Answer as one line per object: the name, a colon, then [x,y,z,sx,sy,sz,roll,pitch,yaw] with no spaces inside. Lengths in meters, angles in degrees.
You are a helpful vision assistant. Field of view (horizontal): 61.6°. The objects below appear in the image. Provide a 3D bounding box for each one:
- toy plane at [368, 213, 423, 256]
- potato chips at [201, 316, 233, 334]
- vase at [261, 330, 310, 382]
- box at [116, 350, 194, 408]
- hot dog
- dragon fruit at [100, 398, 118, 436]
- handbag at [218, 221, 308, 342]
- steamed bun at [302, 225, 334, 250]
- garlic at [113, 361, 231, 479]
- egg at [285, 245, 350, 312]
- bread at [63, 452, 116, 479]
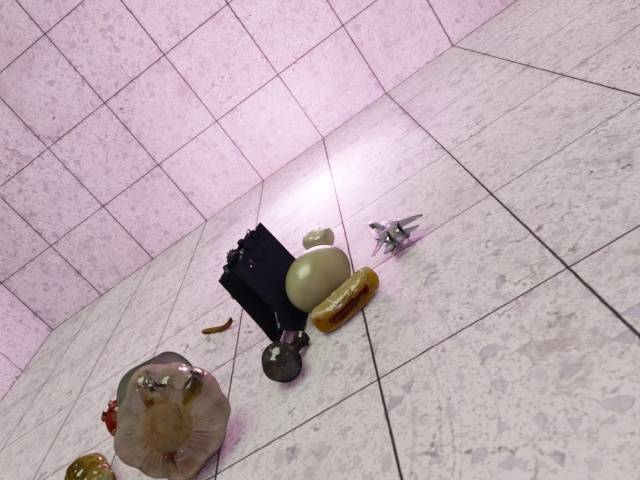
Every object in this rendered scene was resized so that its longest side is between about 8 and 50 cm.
toy plane: [0.218,-0.023,1.783,0.212,0.088,0.267,-39,13,-7]
potato chips: [-0.401,0.340,2.094,0.204,0.037,0.026,-26,13,42]
vase: [-0.090,0.325,1.535,0.120,0.120,0.183,-24,7,32]
box: [-0.505,0.482,1.693,0.149,0.226,0.226,-29,23,22]
hot dog: [0.080,0.179,1.580,0.242,0.084,0.073,-40,25,-6]
dragon fruit: [-0.682,0.618,1.854,0.166,0.136,0.133,44,114,43]
handbag: [-0.174,0.130,1.750,0.122,0.329,0.303,-32,21,26]
steamed bun: [0.000,0.000,2.062,0.129,0.091,0.112,-11,38,44]
garlic: [-0.395,0.480,1.439,0.321,0.322,0.241,-31,-5,19]
egg: [-0.002,0.117,1.691,0.188,0.189,0.254,-17,22,44]
bread: [-0.701,0.736,1.628,0.152,0.130,0.267,-52,23,-21]
